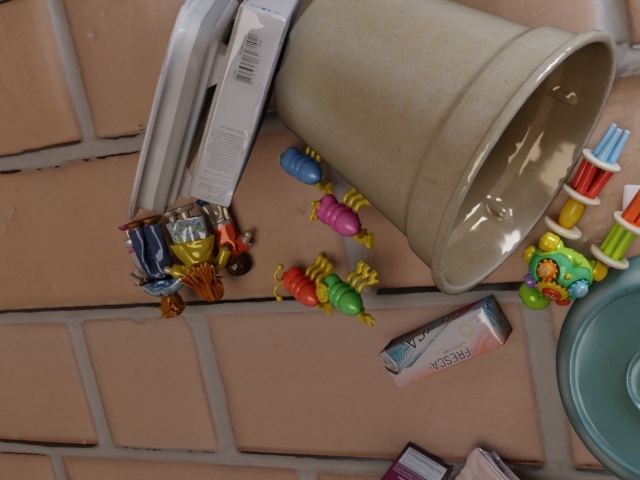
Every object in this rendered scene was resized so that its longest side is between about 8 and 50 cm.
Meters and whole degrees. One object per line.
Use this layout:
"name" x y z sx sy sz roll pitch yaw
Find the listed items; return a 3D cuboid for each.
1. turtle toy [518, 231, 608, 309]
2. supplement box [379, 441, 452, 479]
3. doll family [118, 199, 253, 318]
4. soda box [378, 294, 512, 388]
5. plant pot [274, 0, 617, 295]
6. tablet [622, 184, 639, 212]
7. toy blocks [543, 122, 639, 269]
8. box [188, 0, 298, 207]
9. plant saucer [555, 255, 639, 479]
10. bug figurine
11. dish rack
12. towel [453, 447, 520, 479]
"turtle toy" 0.301 0.050 1.085 0.095 0.066 0.130 30 157 -1
"supplement box" 0.113 0.395 1.230 0.080 0.188 0.104 29 117 17
"doll family" -0.231 0.036 1.328 0.262 0.118 0.163 -16 99 29
"soda box" 0.177 0.145 1.195 0.183 0.058 0.063 -30 92 30
"plant pot" 0.125 -0.157 1.002 0.305 0.333 0.334 36 119 25
"tablet" 0.420 -0.041 1.044 0.083 0.006 0.054 6 108 24
"toy blocks" 0.363 -0.056 1.035 0.123 0.054 0.148 35 118 22
"box" -0.086 -0.209 1.065 0.058 0.322 0.232 19 115 -4
"plant saucer" 0.431 0.173 1.031 0.317 0.043 0.318 3 95 40
"bug figurine" 0.000 0.000 1.182 0.216 0.072 0.279 32 129 52
"dish rack" -0.169 -0.196 1.128 0.072 0.333 0.286 15 116 -8
"towel" 0.264 0.518 1.197 0.317 0.053 0.332 47 124 41
